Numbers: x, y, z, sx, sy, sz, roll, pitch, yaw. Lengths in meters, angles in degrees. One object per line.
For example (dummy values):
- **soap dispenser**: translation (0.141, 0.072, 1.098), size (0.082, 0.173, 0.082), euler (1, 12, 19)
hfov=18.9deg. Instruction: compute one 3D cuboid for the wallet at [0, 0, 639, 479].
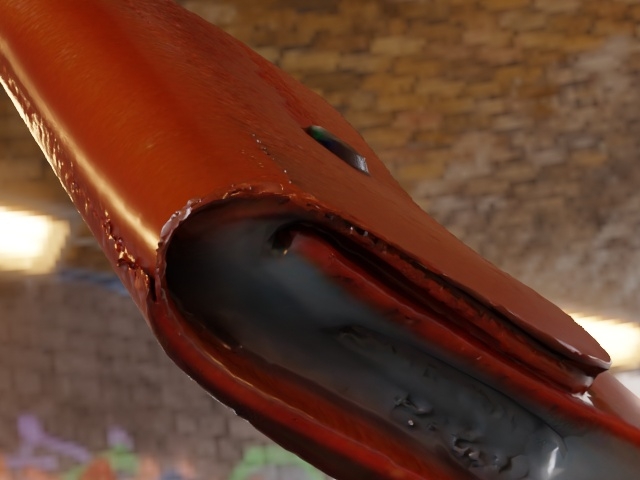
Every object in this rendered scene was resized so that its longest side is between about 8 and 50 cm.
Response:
- **wallet**: translation (0.000, 0.000, 0.419), size (0.142, 0.045, 0.204), euler (33, 6, -26)
